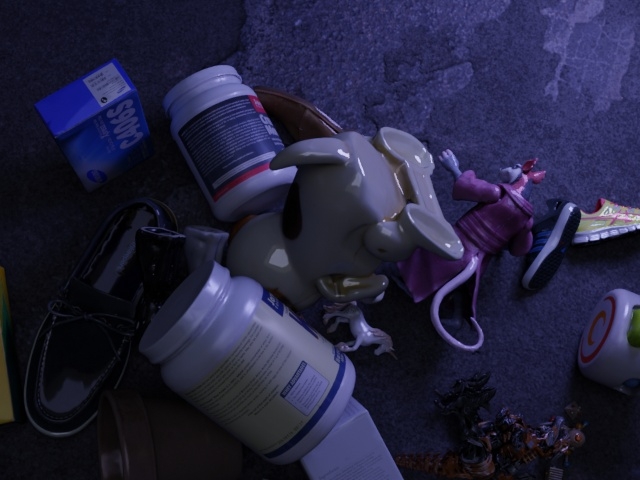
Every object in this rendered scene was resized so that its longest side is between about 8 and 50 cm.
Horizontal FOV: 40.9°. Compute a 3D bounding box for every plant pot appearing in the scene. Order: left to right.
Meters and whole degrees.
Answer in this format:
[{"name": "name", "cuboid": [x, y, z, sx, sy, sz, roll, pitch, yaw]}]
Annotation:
[{"name": "plant pot", "cuboid": [-0.272, 0.386, 1.566, 0.229, 0.263, 0.263, -5, 77, -24]}]

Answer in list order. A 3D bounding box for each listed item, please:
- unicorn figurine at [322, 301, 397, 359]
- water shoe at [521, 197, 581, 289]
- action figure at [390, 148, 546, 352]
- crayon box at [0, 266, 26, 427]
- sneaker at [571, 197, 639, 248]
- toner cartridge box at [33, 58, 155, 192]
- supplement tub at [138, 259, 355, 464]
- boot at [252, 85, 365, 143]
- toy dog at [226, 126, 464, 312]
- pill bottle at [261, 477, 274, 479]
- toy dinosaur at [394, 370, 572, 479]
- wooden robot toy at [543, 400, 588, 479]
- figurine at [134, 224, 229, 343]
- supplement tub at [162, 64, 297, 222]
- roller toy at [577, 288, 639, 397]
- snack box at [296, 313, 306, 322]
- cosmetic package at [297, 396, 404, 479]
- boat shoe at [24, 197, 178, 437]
[{"name": "unicorn figurine", "cuboid": [0.076, 0.185, 1.719, 0.111, 0.060, 0.162, -23, 80, -9]}, {"name": "water shoe", "cuboid": [0.470, 0.008, 1.800, 0.080, 0.073, 0.203, 31, 90, 46]}, {"name": "action figure", "cuboid": [0.301, -0.015, 1.671, 0.248, 0.275, 0.370, 36, 104, -13]}, {"name": "crayon box", "cuboid": [-0.768, 0.226, 1.613, 0.363, 0.106, 0.313, -11, 77, -8]}, {"name": "sneaker", "cuboid": [0.624, -0.050, 1.813, 0.209, 0.081, 0.094, -11, 76, -7]}, {"name": "toner cartridge box", "cuboid": [-0.415, -0.205, 1.619, 0.165, 0.348, 0.075, -32, 82, -11]}, {"name": "supplement tub", "cuboid": [-0.127, 0.210, 1.494, 0.325, 0.235, 0.235, 41, 76, -16]}, {"name": "boot", "cuboid": [-0.025, -0.215, 1.786, 0.305, 0.112, 0.115, 32, 87, 1]}, {"name": "toy dog", "cuboid": [0.000, 0.000, 1.604, 0.408, 0.395, 0.284, -37, 59, 31]}, {"name": "pill bottle", "cuboid": [-0.095, 0.548, 1.595, 0.108, 0.108, 0.193, 15, 76, -2]}, {"name": "toy dinosaur", "cuboid": [0.311, 0.385, 1.654, 0.322, 0.164, 0.218, -17, 94, -14]}, {"name": "wooden robot toy", "cuboid": [0.486, 0.395, 1.697, 0.076, 0.079, 0.173, 30, 76, 2]}, {"name": "figurine", "cuboid": [-0.268, 0.081, 1.627, 0.092, 0.215, 0.209, 14, 100, 30]}, {"name": "supplement tub", "cuboid": [-0.181, -0.191, 1.717, 0.191, 0.191, 0.272, -27, 81, -10]}, {"name": "roller toy", "cuboid": [0.614, 0.204, 1.698, 0.146, 0.209, 0.191, 23, 111, 1]}, {"name": "snack box", "cuboid": [-0.094, 0.266, 1.680, 0.207, 0.070, 0.174, -24, 81, -9]}, {"name": "cosmetic package", "cuboid": [0.042, 0.409, 1.595, 0.151, 0.151, 0.183, -28, 100, -11]}, {"name": "boat shoe", "cuboid": [-0.425, 0.133, 1.641, 0.187, 0.156, 0.500, 25, 77, -1]}]
